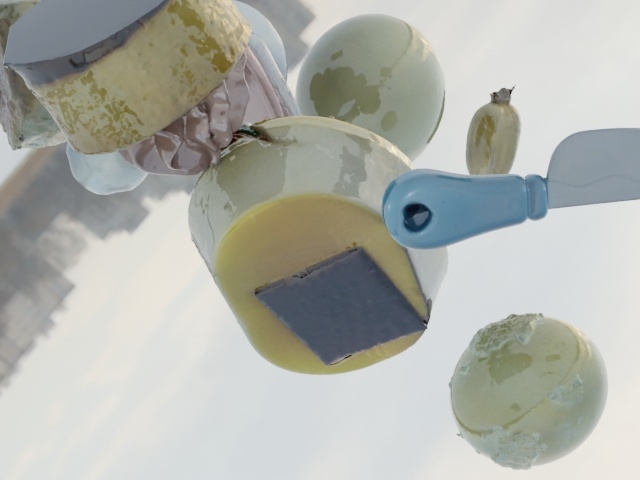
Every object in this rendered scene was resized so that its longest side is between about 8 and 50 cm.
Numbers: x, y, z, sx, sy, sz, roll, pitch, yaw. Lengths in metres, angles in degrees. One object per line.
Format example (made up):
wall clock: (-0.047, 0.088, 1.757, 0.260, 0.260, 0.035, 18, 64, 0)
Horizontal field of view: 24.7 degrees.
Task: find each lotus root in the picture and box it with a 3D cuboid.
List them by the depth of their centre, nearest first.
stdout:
lotus root: (0.229, -0.135, 1.935, 0.062, 0.073, 0.150, -141, -124, -63)

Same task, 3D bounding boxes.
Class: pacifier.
pacifier: (-0.147, -0.160, 1.619, 0.332, 0.273, 0.221, 149, -62, -70)

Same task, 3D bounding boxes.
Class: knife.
knife: (0.158, -0.039, 0.911, 0.244, 0.058, 0.032, -11, -164, -2)

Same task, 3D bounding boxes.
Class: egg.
egg: (0.222, 0.158, 1.546, 0.164, 0.164, 0.201, -55, -176, -30)
egg: (0.060, -0.172, 1.805, 0.186, 0.186, 0.242, -55, 172, -29)

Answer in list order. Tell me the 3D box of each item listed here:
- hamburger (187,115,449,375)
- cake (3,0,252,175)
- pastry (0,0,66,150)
hamburger: (0.000, 0.000, 1.378, 0.227, 0.295, 0.151, -11, -134, 10)
cake: (-0.148, -0.137, 1.263, 0.207, 0.178, 0.185, -4, -141, 31)
pastry: (-0.359, -0.212, 1.814, 0.093, 0.193, 0.182, -14, 172, -19)
